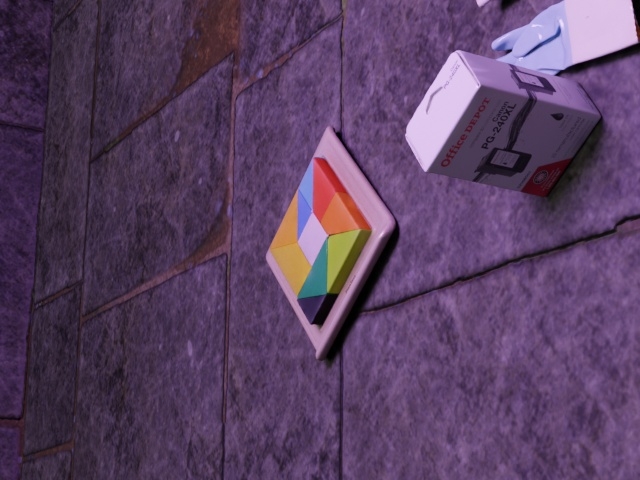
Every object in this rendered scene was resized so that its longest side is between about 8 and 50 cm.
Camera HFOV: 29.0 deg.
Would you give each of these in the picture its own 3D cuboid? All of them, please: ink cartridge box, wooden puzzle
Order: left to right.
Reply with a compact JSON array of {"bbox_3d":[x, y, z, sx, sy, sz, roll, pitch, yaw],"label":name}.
[{"bbox_3d":[0.000,0.000,1.595,0.221,0.044,0.238,-64,33,29],"label":"wooden puzzle"},{"bbox_3d":[0.175,-0.111,1.201,0.109,0.151,0.063,-60,35,33],"label":"ink cartridge box"}]

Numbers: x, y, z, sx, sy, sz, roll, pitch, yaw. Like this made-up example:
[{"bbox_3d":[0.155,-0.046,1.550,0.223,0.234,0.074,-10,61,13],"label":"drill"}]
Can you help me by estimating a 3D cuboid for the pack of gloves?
[{"bbox_3d":[0.244,-0.258,1.255,0.232,0.046,0.195,-21,75,61],"label":"pack of gloves"}]
